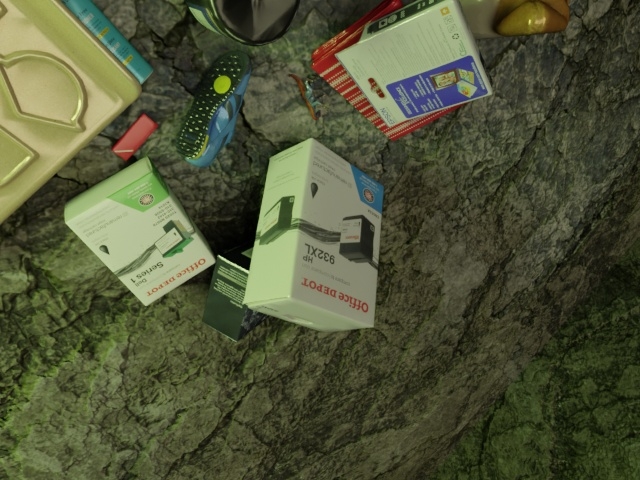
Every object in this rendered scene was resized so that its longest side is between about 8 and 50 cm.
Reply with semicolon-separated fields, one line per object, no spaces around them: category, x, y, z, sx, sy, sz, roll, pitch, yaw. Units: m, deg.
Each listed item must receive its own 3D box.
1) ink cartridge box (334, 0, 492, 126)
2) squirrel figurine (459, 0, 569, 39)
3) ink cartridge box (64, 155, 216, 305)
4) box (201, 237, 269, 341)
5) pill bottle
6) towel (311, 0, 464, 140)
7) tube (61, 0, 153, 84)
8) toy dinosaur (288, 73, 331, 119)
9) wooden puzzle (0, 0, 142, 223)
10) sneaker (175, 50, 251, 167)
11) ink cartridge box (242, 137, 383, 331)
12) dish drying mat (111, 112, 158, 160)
ink cartridge box;0.165;-0.303;0.777;0.208;0.045;0.206;-11;147;33
squirrel figurine;0.337;-0.557;0.776;0.396;0.281;0.371;-22;118;-34
ink cartridge box;-0.313;-0.012;0.802;0.160;0.092;0.219;-33;129;-8
box;-0.147;0.095;0.918;0.156;0.093;0.158;-31;144;-62
pill bottle;-0.124;-0.350;0.621;0.122;0.219;0.123;-15;125;-22
towel;0.138;-0.310;0.850;0.198;0.031;0.274;-22;142;38
tube;-0.339;-0.310;0.639;0.080;0.052;0.207;-48;125;-4
toy dinosaur;-0.019;-0.275;0.860;0.090;0.047;0.082;12;126;1
wooden puzzle;-0.482;-0.218;0.595;0.347;0.080;0.322;-40;130;3
sneaker;-0.175;-0.225;0.780;0.209;0.069;0.082;-62;161;4
ink cartridge box;0.000;0.000;0.859;0.223;0.129;0.308;26;61;-39
dish drying mat;-0.315;-0.175;0.757;0.083;0.008;0.032;-46;129;3
